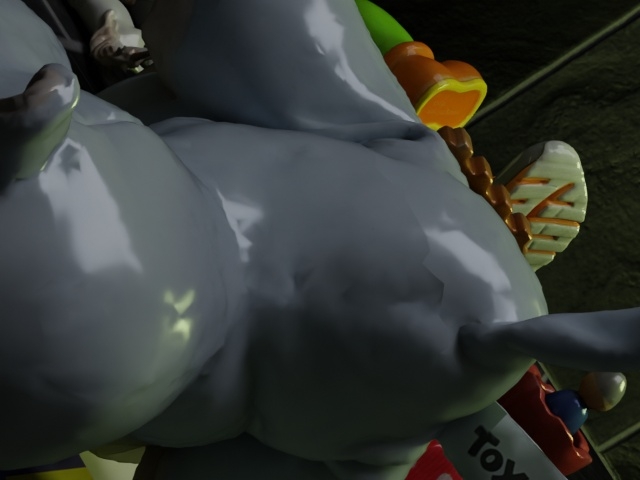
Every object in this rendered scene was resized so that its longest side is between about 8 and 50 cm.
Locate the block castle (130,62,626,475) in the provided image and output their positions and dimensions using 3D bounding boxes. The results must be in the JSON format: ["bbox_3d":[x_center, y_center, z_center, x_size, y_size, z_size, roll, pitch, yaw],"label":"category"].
[{"bbox_3d":[0.047,0.064,1.225,0.453,0.213,0.303,52,10,-25],"label":"block castle"}]

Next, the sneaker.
[{"bbox_3d":[0.124,-0.005,1.425,0.084,0.215,0.083,7,47,-26],"label":"sneaker"}]

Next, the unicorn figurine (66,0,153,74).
[{"bbox_3d":[-0.152,-0.164,1.454,0.162,0.060,0.111,44,23,25],"label":"unicorn figurine"}]

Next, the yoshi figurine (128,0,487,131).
[{"bbox_3d":[-0.036,-0.169,1.588,0.362,0.203,0.203,39,-32,21],"label":"yoshi figurine"}]

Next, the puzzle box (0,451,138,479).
[{"bbox_3d":[-0.105,0.106,0.796,0.272,0.052,0.409,59,10,11],"label":"puzzle box"}]

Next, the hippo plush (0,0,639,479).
[{"bbox_3d":[-0.067,0.032,0.622,0.237,0.234,0.294,-2,37,-44],"label":"hippo plush"}]

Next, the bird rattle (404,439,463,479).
[{"bbox_3d":[0.075,0.197,0.802,0.253,0.143,0.207,34,41,-18],"label":"bird rattle"}]
